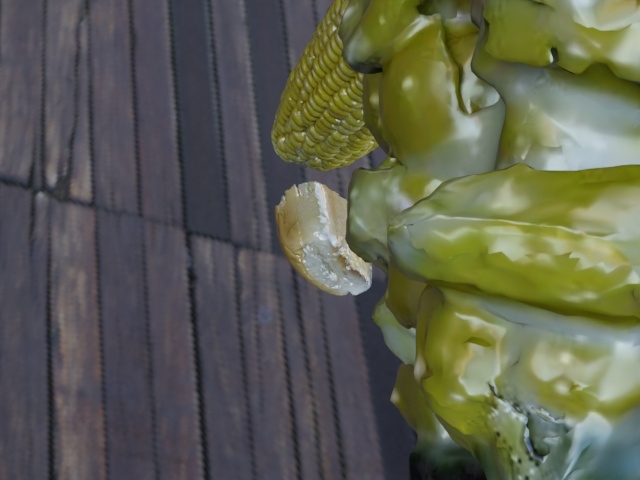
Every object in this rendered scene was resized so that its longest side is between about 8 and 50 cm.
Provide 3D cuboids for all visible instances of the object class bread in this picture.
[{"bbox_3d":[0.002,0.000,1.470,0.125,0.082,0.106,46,33,-39],"label":"bread"}]

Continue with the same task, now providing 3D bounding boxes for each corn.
[{"bbox_3d":[0.042,-0.158,1.206,0.130,0.347,0.130,6,69,-17],"label":"corn"}]

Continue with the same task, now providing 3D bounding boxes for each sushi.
[{"bbox_3d":[0.145,0.028,0.473,0.285,0.328,0.329,2,72,8],"label":"sushi"}]
